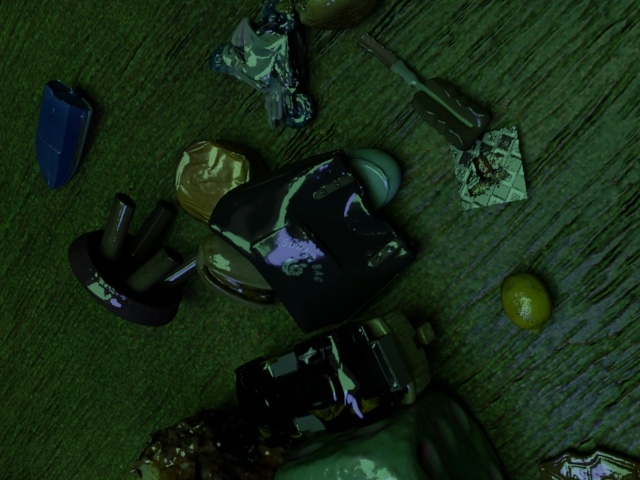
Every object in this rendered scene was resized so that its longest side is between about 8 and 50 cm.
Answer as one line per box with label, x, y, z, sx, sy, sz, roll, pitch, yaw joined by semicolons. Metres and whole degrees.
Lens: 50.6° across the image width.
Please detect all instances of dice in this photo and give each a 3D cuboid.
dice;0.135;0.471;1.216;0.330;0.322;0.318;-29;85;29

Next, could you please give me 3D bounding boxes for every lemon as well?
lemon;0.352;0.106;1.155;0.082;0.082;0.110;-30;82;31

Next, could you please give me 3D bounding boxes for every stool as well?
stool;-0.379;0.036;1.463;0.272;0.272;0.178;46;104;13

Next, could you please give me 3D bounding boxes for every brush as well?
brush;0.171;-0.274;1.195;0.301;0.071;0.084;45;103;24

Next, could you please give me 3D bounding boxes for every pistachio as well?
pistachio;-0.162;0.061;1.403;0.206;0.131;0.129;26;131;-9

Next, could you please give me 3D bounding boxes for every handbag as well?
handbag;0.000;0.000;1.258;0.288;0.152;0.342;-32;109;27

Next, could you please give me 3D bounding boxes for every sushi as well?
sushi;0.294;-0.124;1.172;0.120;0.026;0.126;-10;91;33

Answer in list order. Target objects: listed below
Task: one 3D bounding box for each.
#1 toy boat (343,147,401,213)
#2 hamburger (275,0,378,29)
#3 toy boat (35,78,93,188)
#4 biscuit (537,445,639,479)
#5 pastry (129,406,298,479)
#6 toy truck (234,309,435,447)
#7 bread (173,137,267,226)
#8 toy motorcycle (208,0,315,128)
toy boat;0.062;-0.110;1.283;0.208;0.079;0.134;-18;106;38
hamburger;0.009;-0.435;1.188;0.185;0.159;0.131;-18;95;4
toy boat;-0.630;-0.239;1.643;0.129;0.088;0.295;41;128;16
biscuit;0.466;0.452;1.191;0.215;0.034;0.182;-12;94;31
pastry;-0.197;0.530;1.427;0.405;0.337;0.292;46;142;46
toy truck;0.026;0.252;1.281;0.405;0.254;0.180;-29;83;45
bread;-0.201;-0.117;1.410;0.199;0.104;0.199;4;100;25
toy motorcycle;-0.119;-0.331;1.311;0.204;0.108;0.239;-2;96;21
